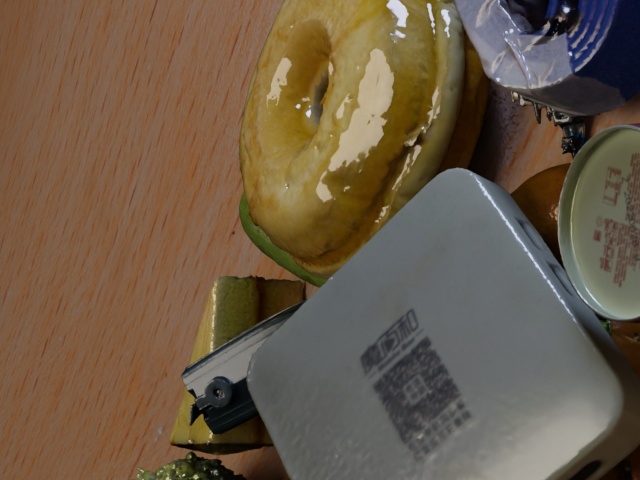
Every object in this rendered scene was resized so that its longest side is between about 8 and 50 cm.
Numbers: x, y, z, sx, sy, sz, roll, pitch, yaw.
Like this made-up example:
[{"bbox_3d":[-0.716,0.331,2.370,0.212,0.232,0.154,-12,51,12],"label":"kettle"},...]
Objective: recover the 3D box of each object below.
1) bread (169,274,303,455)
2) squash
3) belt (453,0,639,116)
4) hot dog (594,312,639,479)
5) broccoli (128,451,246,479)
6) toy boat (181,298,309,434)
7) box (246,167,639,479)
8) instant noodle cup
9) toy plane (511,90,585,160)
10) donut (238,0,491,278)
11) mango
[{"bbox_3d":[-0.123,0.190,2.186,0.163,0.168,0.264,-11,75,61],"label":"bread"},{"bbox_3d":[-0.006,0.004,2.030,0.370,0.118,0.118,39,122,51],"label":"squash"},{"bbox_3d":[0.248,-0.305,1.527,0.212,0.117,0.346,-22,65,37],"label":"belt"},{"bbox_3d":[0.301,0.188,1.484,0.135,0.100,0.337,-28,65,57],"label":"hot dog"},{"bbox_3d":[-0.183,0.437,2.184,0.288,0.260,0.235,84,-173,-69],"label":"broccoli"},{"bbox_3d":[-0.052,0.162,2.016,0.296,0.122,0.114,-30,88,14],"label":"toy boat"},{"bbox_3d":[0.118,0.156,1.505,0.367,0.090,0.373,-43,49,18],"label":"box"},{"bbox_3d":[0.344,-0.014,1.338,0.235,0.179,0.234,2,93,60],"label":"instant noodle cup"},{"bbox_3d":[0.272,-0.142,1.592,0.135,0.062,0.188,-7,85,36],"label":"toy plane"},{"bbox_3d":[0.046,-0.170,1.836,0.449,0.198,0.448,-25,61,54],"label":"donut"},{"bbox_3d":[0.254,-0.025,1.574,0.165,0.089,0.115,-7,68,52],"label":"mango"}]
